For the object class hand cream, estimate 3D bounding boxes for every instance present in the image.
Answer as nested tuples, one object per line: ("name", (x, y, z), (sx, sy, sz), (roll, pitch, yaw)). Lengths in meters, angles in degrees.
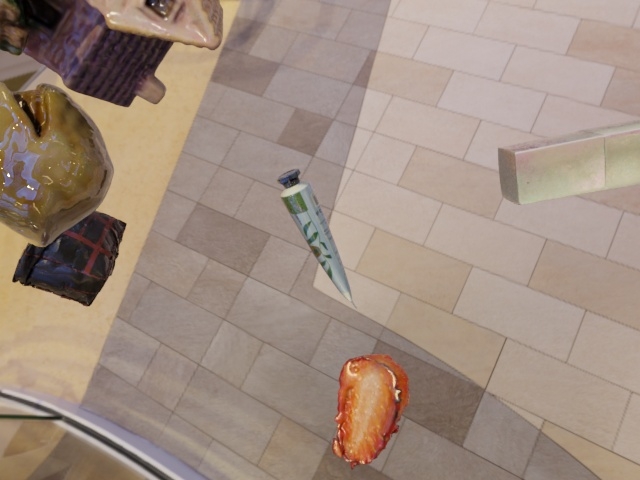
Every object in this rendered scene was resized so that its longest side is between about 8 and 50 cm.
("hand cream", (0.000, 0.000, 0.878), (0.058, 0.271, 0.091), (-28, 20, -4))

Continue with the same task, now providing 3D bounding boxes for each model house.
("model house", (-0.243, -0.279, 0.567), (0.237, 0.237, 0.202), (-48, 32, 17))

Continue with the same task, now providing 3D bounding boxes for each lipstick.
("lipstick", (0.378, -0.106, 0.571), (0.317, 0.066, 0.068), (-11, 107, 4))

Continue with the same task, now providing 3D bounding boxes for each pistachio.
("pistachio", (-0.374, -0.104, 0.635), (0.288, 0.166, 0.197), (39, 125, 43))

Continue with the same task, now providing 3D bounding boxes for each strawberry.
("strawberry", (0.082, 0.279, 0.820), (0.121, 0.082, 0.188), (22, 96, 31))

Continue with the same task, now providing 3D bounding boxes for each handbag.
("handbag", (-0.517, 0.020, 1.031), (0.155, 0.169, 0.215), (-49, 28, 30))
